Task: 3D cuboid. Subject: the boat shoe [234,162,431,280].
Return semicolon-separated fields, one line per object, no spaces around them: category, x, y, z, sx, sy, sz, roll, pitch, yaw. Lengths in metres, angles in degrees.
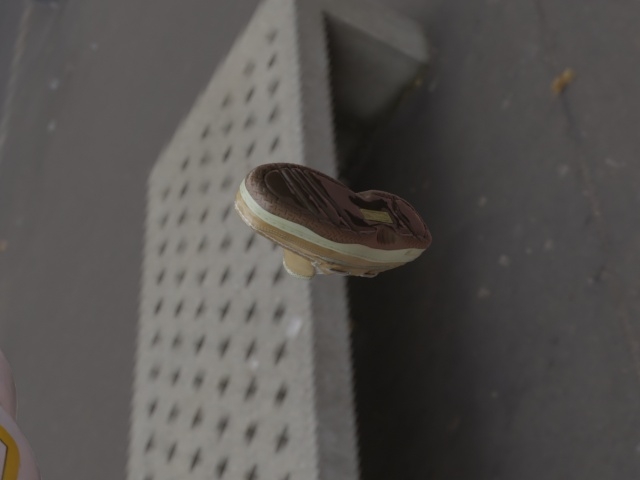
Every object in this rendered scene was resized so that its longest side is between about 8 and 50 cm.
boat shoe;0.000;0.000;1.074;0.072;0.190;0.068;-42;56;24

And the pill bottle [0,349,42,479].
pill bottle;-0.220;0.165;0.689;0.188;0.188;0.334;-56;20;23
